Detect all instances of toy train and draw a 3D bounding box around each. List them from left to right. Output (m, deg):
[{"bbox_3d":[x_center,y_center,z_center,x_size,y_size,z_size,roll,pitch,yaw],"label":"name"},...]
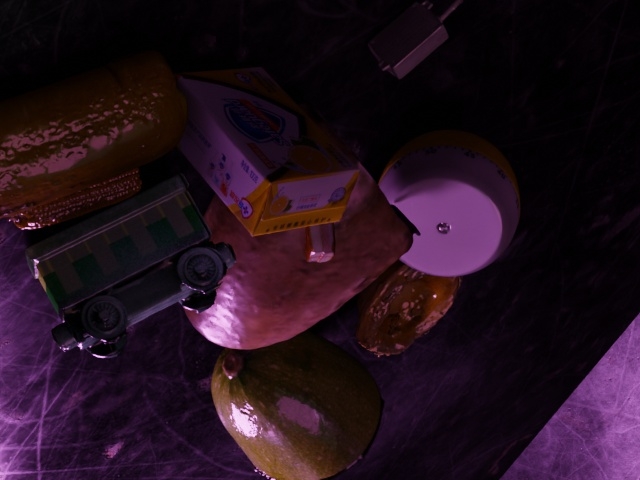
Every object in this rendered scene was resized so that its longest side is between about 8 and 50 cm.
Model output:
[{"bbox_3d":[-0.282,0.043,1.717,0.300,0.202,0.120,-28,171,-20],"label":"toy train"}]

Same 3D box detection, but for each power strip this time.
[{"bbox_3d":[0.157,-0.333,1.833,0.175,0.075,0.042,-40,148,0],"label":"power strip"}]

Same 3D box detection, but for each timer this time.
[{"bbox_3d":[0.237,-0.093,2.110,0.285,0.285,0.285,-28,147,-20],"label":"timer"}]

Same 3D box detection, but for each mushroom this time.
[{"bbox_3d":[-0.076,0.004,1.869,0.397,0.224,0.313,-40,152,1],"label":"mushroom"}]

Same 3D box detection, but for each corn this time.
[{"bbox_3d":[-0.348,-0.067,1.627,0.207,0.068,0.068,-21,144,-29],"label":"corn"}]

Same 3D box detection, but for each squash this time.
[{"bbox_3d":[-0.068,0.268,2.211,0.310,0.310,0.309,-36,135,-7],"label":"squash"}]

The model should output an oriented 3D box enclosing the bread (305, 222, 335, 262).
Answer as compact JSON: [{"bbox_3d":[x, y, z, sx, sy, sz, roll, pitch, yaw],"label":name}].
[{"bbox_3d":[0.000,0.000,1.748,0.043,0.062,0.109,-5,123,-9],"label":"bread"}]

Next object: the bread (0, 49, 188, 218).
[{"bbox_3d":[-0.344,-0.125,1.513,0.383,0.112,0.166,-24,146,-25],"label":"bread"}]

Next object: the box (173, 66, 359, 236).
[{"bbox_3d":[-0.090,-0.132,1.637,0.168,0.265,0.097,-10,136,-38],"label":"box"}]

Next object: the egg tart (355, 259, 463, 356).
[{"bbox_3d":[0.175,0.109,2.385,0.288,0.118,0.288,-26,146,-19],"label":"egg tart"}]
